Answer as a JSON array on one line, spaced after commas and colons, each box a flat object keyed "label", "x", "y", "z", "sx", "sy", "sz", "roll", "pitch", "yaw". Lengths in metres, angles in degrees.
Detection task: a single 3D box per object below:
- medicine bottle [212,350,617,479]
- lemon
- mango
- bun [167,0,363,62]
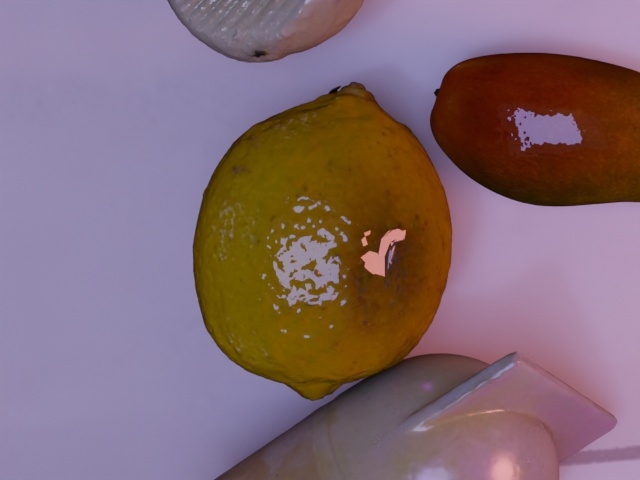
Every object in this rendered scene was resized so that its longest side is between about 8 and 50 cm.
[{"label": "medicine bottle", "x": 0.081, "y": 0.251, "z": 1.599, "sx": 0.406, "sy": 0.236, "sz": 0.235, "roll": -35, "pitch": 93, "yaw": 19}, {"label": "lemon", "x": 0.000, "y": 0.000, "z": 1.556, "sx": 0.254, "sy": 0.253, "sz": 0.310, "roll": 10, "pitch": 95, "yaw": 11}, {"label": "mango", "x": 0.249, "y": -0.104, "z": 1.543, "sx": 0.289, "sy": 0.129, "sz": 0.146, "roll": 3, "pitch": 101, "yaw": 3}, {"label": "bun", "x": -0.038, "y": -0.308, "z": 1.547, "sx": 0.259, "sy": 0.160, "sz": 0.259, "roll": 7, "pitch": 105, "yaw": 28}]
